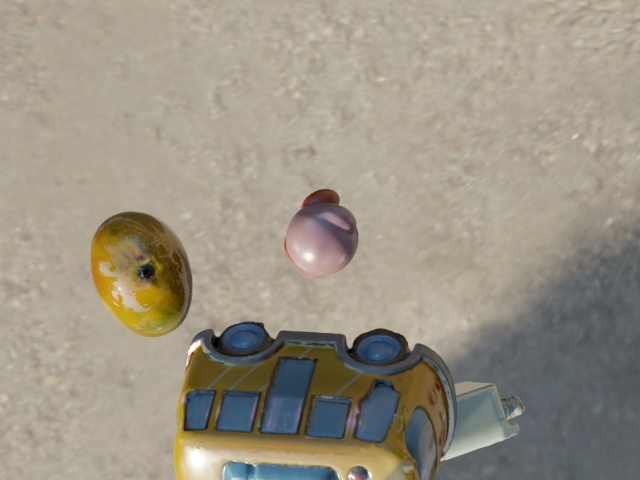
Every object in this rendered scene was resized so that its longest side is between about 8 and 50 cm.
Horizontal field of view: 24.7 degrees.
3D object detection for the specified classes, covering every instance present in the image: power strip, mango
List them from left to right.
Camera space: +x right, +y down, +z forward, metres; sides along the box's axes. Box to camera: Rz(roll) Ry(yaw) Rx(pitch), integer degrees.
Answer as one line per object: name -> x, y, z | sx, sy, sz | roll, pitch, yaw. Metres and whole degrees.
mango -> -0.163, 0.038, 1.351 | 0.089, 0.163, 0.111 | -22, 56, -8
power strip -> 0.041, 0.197, 1.374 | 0.338, 0.098, 0.058 | -15, 89, -15

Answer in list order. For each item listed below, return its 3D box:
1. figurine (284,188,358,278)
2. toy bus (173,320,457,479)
figurine -> 0.000, 0.000, 1.353 | 0.071, 0.067, 0.083 | 43, 123, 47
toy bus -> -0.009, 0.148, 1.083 | 0.210, 0.136, 0.126 | 2, 125, 12
